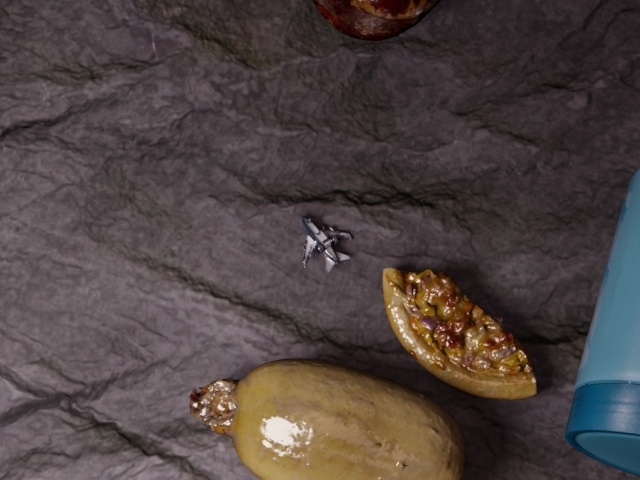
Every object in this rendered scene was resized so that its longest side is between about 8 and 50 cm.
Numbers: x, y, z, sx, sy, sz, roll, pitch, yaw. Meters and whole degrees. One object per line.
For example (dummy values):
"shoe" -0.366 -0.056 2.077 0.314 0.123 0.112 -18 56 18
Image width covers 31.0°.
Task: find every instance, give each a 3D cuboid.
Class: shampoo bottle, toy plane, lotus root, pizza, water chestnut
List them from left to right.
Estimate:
"toy plane" 0.000 0.000 1.498 0.078 0.031 0.083 -32 81 -25
"lotus root" 0.008 0.230 1.376 0.343 0.151 0.169 18 75 0
"water chestnut" 0.080 -0.382 1.499 0.224 0.238 0.223 4 73 -12
"pizza" 0.173 0.118 1.458 0.127 0.058 0.246 -38 82 -11
"shampoo bottle" 0.484 0.107 1.329 0.331 0.331 0.342 17 76 3
